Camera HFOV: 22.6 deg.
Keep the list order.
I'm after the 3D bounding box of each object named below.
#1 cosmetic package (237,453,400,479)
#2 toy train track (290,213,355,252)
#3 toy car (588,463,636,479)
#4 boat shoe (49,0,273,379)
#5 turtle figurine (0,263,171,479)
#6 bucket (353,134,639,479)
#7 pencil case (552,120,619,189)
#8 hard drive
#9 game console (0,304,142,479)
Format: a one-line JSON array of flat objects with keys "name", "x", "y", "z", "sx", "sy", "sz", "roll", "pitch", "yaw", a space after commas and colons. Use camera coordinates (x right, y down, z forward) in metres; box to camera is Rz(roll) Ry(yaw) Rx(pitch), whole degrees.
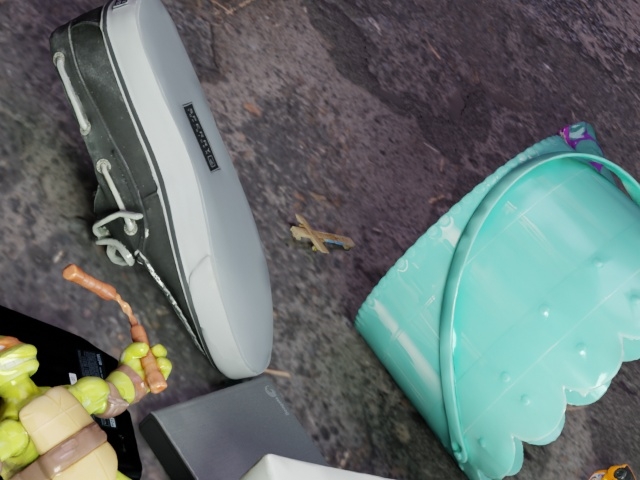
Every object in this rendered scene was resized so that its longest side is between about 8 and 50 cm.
[{"name": "cosmetic package", "x": 0.041, "y": 0.279, "z": 1.025, "sx": 0.225, "sy": 0.138, "sz": 0.224, "roll": 16, "pitch": 41, "yaw": -36}, {"name": "toy train track", "x": 0.000, "y": 0.000, "z": 1.430, "sx": 0.083, "sy": 0.014, "sz": 0.048, "roll": 11, "pitch": 37, "yaw": -51}, {"name": "toy car", "x": 0.276, "y": 0.242, "z": 1.456, "sx": 0.041, "sy": 0.060, "sz": 0.122, "roll": 13, "pitch": -16, "yaw": 43}, {"name": "boat shoe", "x": -0.128, "y": -0.032, "z": 1.230, "sx": 0.306, "sy": 0.105, "sz": 0.113, "roll": 69, "pitch": 20, "yaw": -6}, {"name": "turtle figurine", "x": -0.153, "y": 0.139, "z": 0.937, "sx": 0.217, "sy": 0.087, "sz": 0.269, "roll": 55, "pitch": 25, "yaw": 5}, {"name": "bucket", "x": 0.175, "y": 0.057, "z": 1.333, "sx": 0.183, "sy": 0.281, "sz": 0.281, "roll": 47, "pitch": 31, "yaw": 11}, {"name": "pencil case", "x": 0.299, "y": -0.062, "z": 1.796, "sx": 0.070, "sy": 0.064, "sz": 0.151, "roll": 38, "pitch": 27, "yaw": -42}, {"name": "hard drive", "x": -0.060, "y": 0.153, "z": 1.169, "sx": 0.135, "sy": 0.022, "sz": 0.094, "roll": -12, "pitch": 62, "yaw": -54}, {"name": "game console", "x": -0.197, "y": 0.178, "z": 0.965, "sx": 0.213, "sy": 0.044, "sz": 0.361, "roll": 16, "pitch": 41, "yaw": -36}]
